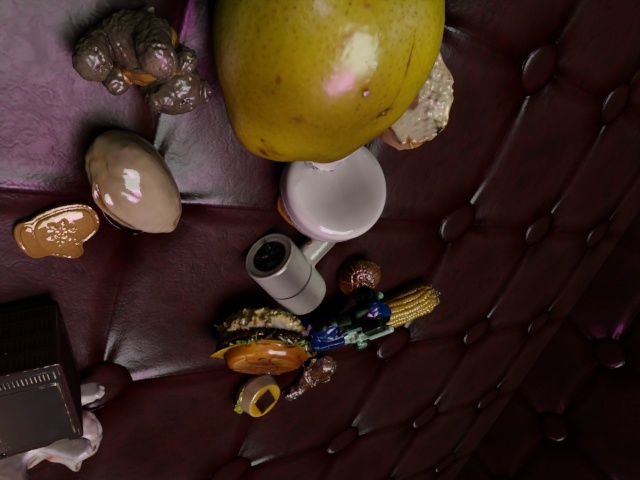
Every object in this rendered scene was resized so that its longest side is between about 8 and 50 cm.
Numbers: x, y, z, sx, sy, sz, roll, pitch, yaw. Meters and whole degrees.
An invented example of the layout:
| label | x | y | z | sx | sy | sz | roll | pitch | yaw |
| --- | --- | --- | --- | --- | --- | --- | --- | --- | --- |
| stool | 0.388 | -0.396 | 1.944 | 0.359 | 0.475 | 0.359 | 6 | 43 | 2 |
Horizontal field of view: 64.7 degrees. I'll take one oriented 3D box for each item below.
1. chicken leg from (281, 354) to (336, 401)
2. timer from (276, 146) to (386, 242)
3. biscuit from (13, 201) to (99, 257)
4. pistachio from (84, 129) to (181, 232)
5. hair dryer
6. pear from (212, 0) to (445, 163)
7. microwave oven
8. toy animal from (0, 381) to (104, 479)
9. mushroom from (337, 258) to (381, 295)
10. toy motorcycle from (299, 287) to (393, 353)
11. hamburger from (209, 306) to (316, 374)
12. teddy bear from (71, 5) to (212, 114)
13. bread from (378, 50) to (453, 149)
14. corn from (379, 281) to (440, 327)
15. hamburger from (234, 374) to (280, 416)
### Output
| label | x | y | z | sx | sy | sz | roll | pitch | yaw |
| --- | --- | --- | --- | --- | --- | --- | --- | --- | --- |
| chicken leg | -0.030 | 0.425 | 1.578 | 0.125 | 0.080 | 0.196 | 13 | 121 | -32 |
| timer | 0.032 | -0.115 | 1.075 | 0.234 | 0.240 | 0.233 | 3 | 82 | -19 |
| biscuit | -0.474 | -0.012 | 0.928 | 0.140 | 0.023 | 0.118 | -31 | 135 | -15 |
| pistachio | -0.328 | -0.097 | 0.901 | 0.152 | 0.126 | 0.223 | -64 | 149 | -33 |
| hair dryer | 0.000 | 0.000 | 1.243 | 0.362 | 0.128 | 0.203 | -47 | 138 | -8 |
| pear | 0.010 | -0.325 | 0.808 | 0.363 | 0.362 | 0.418 | 2 | 118 | -38 |
| microwave oven | -0.565 | 0.259 | 0.957 | 0.178 | 0.188 | 0.247 | -12 | 133 | -23 |
| toy animal | -0.605 | 0.481 | 1.071 | 0.266 | 0.307 | 0.188 | 1 | 145 | -13 |
| mushroom | 0.110 | 0.105 | 1.418 | 0.109 | 0.085 | 0.126 | 9 | 126 | -43 |
| toy motorcycle | 0.039 | 0.251 | 1.419 | 0.331 | 0.125 | 0.196 | -27 | 148 | 20 |
| hamburger | -0.137 | 0.250 | 1.261 | 0.243 | 0.138 | 0.261 | -12 | 149 | 17 |
| teddy bear | -0.266 | -0.277 | 0.813 | 0.177 | 0.140 | 0.190 | -4 | 150 | 17 |
| bread | 0.177 | -0.310 | 1.052 | 0.184 | 0.211 | 0.224 | -36 | 143 | 2 |
| corn | 0.242 | 0.217 | 1.592 | 0.318 | 0.115 | 0.115 | -22 | 133 | -22 |
| hamburger | -0.188 | 0.450 | 1.467 | 0.141 | 0.081 | 0.126 | -52 | 141 | -9 |
